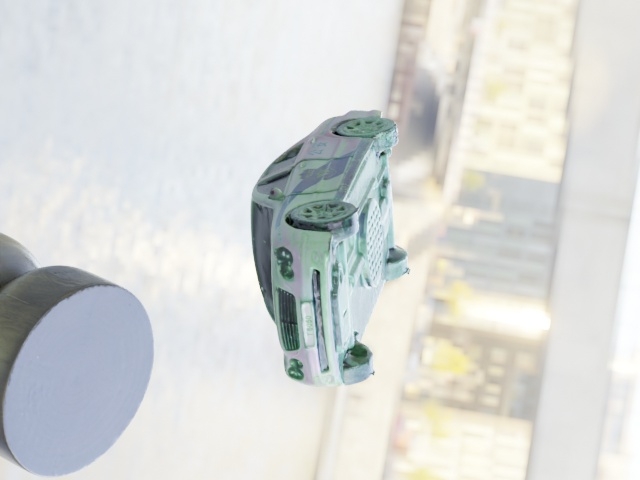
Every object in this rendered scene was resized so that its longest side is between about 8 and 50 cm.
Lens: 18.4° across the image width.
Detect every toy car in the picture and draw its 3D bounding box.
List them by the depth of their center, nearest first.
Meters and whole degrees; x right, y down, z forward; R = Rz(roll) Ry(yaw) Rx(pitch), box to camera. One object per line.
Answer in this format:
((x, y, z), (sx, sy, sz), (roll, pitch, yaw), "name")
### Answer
((0.000, 0.000, 1.050), (0.224, 0.076, 0.090), (-64, 152, -66), "toy car")

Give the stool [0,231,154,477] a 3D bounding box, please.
((-0.302, 0.081, 1.755), (0.179, 0.264, 0.179), (-28, 129, -42), "stool")
